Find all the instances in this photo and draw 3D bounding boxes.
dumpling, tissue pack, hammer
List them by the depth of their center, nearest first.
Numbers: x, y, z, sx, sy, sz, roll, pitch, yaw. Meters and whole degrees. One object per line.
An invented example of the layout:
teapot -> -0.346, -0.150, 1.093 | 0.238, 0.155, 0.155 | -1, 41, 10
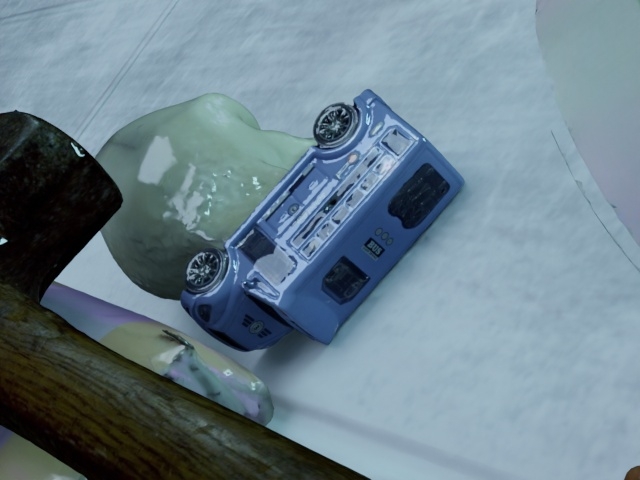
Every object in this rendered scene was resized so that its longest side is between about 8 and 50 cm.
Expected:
hammer -> -0.120, 0.072, 0.698 | 0.408, 0.095, 0.242 | 19, 65, 45
tissue pack -> -0.168, 0.134, 0.853 | 0.256, 0.123, 0.215 | 16, 66, 53
dumpling -> -0.069, -0.039, 0.954 | 0.166, 0.126, 0.216 | -32, 3, -27

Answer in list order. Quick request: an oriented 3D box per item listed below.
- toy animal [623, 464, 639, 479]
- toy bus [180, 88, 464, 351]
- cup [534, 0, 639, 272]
toy animal -> 0.053, 0.153, 0.432 | 0.312, 0.097, 0.157 | -31, -6, 33
toy bus -> 0.000, 0.000, 0.816 | 0.167, 0.073, 0.076 | -49, 49, 1
cup -> 0.222, -0.099, 0.429 | 0.274, 0.253, 0.253 | -37, 28, 38
